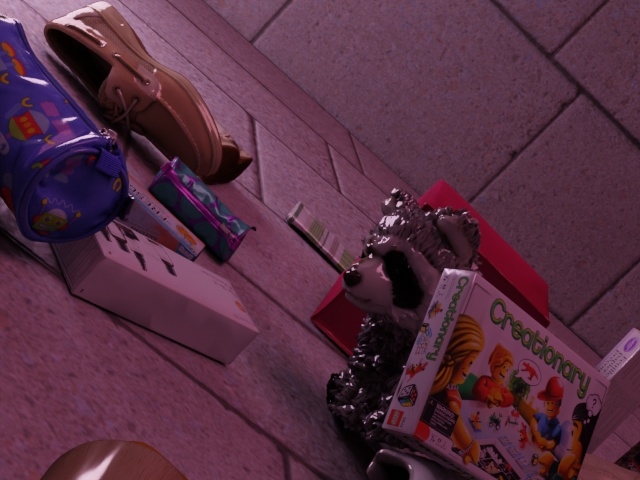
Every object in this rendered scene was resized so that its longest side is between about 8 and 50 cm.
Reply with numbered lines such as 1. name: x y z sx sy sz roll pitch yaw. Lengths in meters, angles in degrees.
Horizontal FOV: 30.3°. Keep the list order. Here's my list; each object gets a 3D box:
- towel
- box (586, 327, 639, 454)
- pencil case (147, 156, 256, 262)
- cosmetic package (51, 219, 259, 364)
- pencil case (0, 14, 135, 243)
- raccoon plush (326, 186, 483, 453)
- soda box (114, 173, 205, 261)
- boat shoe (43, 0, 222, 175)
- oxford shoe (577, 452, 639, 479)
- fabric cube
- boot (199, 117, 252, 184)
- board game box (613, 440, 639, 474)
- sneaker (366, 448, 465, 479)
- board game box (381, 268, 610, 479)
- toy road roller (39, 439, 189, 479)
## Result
1. towel: 0.000 0.000 2.102 0.152 0.023 0.113 46 15 -4
2. box: 0.373 0.269 1.714 0.067 0.324 0.063 41 5 -13
3. pencil case: -0.164 -0.043 1.615 0.152 0.064 0.070 43 -12 -3
4. cosmetic package: -0.177 0.050 1.290 0.239 0.060 0.099 32 19 -45
5. pencil case: -0.309 -0.125 1.225 0.306 0.133 0.119 47 0 35
6. raccoon plush: 0.177 0.106 1.520 0.216 0.299 0.446 16 3 34
7. soda box: -0.224 -0.029 1.397 0.183 0.058 0.063 43 13 -4
8. boat shoe: -0.277 -0.210 1.732 0.110 0.121 0.341 -28 65 -38
9. oxford shoe: 0.310 0.350 1.564 0.397 0.140 0.146 18 25 -26
10. fabric cube: 0.175 0.094 1.809 0.254 0.259 0.258 45 15 -1
11. boot: -0.200 -0.172 1.886 0.165 0.077 0.213 47 8 7
12. board game box: 0.510 0.429 1.704 0.141 0.291 0.232 34 17 -44
13. sneaker: 0.134 0.339 1.301 0.129 0.111 0.297 26 13 -30
14. board game box: 0.210 0.186 1.351 0.053 0.193 0.305 5 -24 47
15. toy road roller: -0.027 0.234 0.761 0.329 0.240 0.202 43 12 -6
